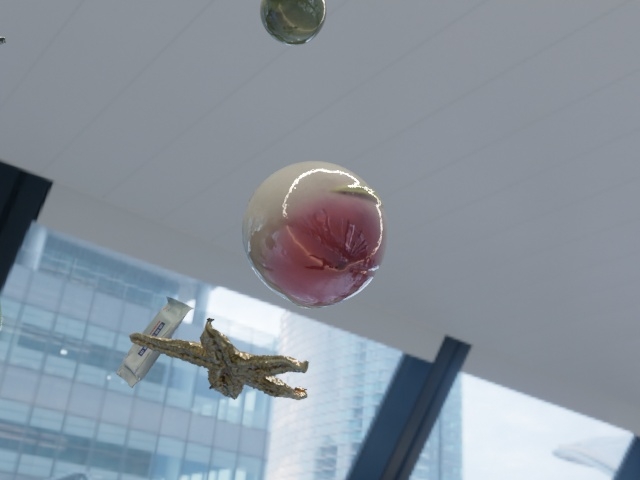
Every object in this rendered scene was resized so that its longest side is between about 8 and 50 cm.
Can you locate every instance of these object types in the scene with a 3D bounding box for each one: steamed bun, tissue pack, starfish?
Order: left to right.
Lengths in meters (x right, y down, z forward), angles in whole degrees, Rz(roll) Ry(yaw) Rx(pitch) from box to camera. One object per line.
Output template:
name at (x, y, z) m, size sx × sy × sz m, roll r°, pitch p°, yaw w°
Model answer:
tissue pack at (-0.338, 0.203, 1.508) m, size 0.026 × 0.193 × 0.122 m, roll 41°, pitch -16°, yaw -27°
starfish at (-0.129, 0.181, 1.041) m, size 0.295 × 0.048 × 0.231 m, roll 3°, pitch -34°, yaw 23°
steamed bun at (0.000, 0.000, 1.457) m, size 0.309 × 0.309 × 0.309 m, roll 4°, pitch -27°, yaw 2°

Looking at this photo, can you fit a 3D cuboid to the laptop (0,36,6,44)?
laptop at (-0.568, -0.254, 1.015) m, size 0.187 × 0.015 × 0.269 m, roll -18°, pitch 16°, yaw -41°

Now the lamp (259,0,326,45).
lamp at (-0.060, -0.327, 0.978) m, size 0.091 × 0.091 × 0.163 m, roll -13°, pitch -30°, yaw 31°
